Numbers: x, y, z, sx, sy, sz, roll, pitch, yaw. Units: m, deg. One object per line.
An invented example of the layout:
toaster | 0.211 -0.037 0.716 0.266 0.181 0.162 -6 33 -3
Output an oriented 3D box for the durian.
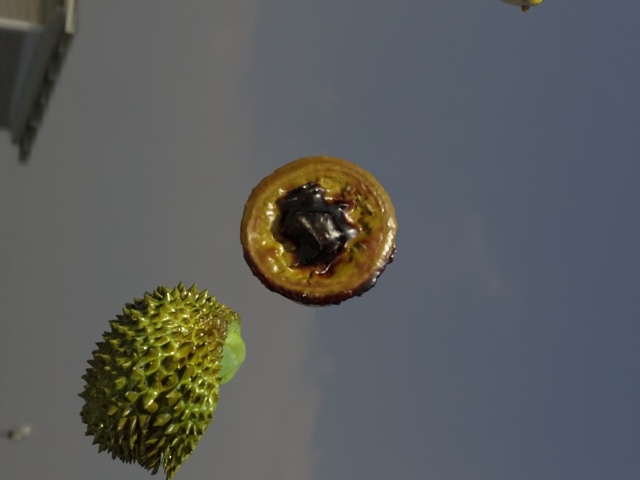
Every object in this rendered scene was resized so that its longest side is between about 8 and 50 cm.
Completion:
durian | -0.194 0.165 1.566 0.200 0.177 0.236 95 9 -53

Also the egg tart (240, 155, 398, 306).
egg tart | 0.000 0.000 1.782 0.171 0.215 0.215 84 6 -74

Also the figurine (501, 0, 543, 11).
figurine | 0.399 -0.483 2.021 0.344 0.215 0.187 -13 -90 32
